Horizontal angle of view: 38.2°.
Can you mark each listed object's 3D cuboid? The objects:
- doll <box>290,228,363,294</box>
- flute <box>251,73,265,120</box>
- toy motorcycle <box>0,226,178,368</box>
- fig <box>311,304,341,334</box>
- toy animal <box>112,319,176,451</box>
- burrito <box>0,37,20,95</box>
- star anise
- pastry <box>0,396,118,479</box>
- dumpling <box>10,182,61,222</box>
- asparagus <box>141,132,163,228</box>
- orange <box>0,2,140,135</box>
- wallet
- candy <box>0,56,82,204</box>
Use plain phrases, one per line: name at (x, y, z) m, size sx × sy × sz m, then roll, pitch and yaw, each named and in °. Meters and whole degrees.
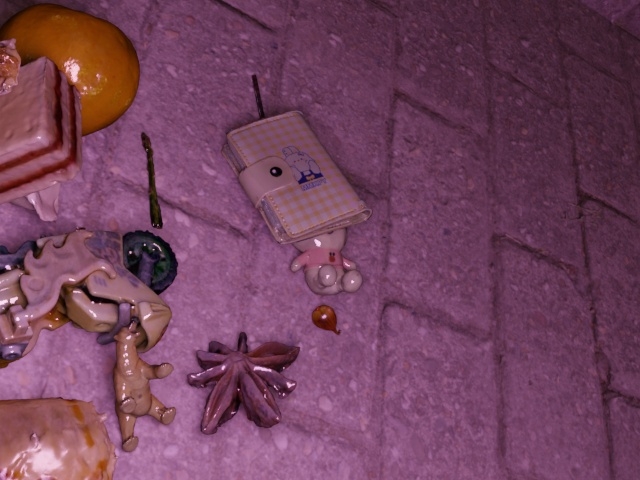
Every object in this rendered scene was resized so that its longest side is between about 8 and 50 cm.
doll at (-0.004, 0.010, 1.994) m, size 0.154 × 0.113 × 0.275 m, roll -1°, pitch 54°, yaw -26°
flute at (-0.134, -0.279, 2.157) m, size 0.014 × 0.014 × 0.270 m, roll 7°, pitch 57°, yaw -34°
toy motorcycle at (-0.423, 0.092, 1.577) m, size 0.410 × 0.169 × 0.237 m, roll -3°, pitch 56°, yaw -32°
fig at (0.018, 0.171, 1.941) m, size 0.083 × 0.050 × 0.050 m, roll 49°, pitch 41°, yaw -27°
toy animal at (-0.309, 0.241, 1.541) m, size 0.103 × 0.219 × 0.101 m, roll -22°, pitch 49°, yaw -26°
burrito at (-0.660, -0.227, 1.498) m, size 0.076 × 0.392 × 0.117 m, roll 50°, pitch 28°, yaw -61°
star anise at (-0.145, 0.267, 1.700) m, size 0.198 × 0.111 × 0.258 m, roll 10°, pitch 35°, yaw -2°
pastry at (-0.431, 0.342, 1.389) m, size 0.256 × 0.170 × 0.237 m, roll 4°, pitch 55°, yaw -29°
dumpling at (-0.527, -0.120, 1.683) m, size 0.229 × 0.124 × 0.151 m, roll 63°, pitch 8°, yaw 26°
asparagus at (-0.345, -0.127, 1.887) m, size 0.022 × 0.023 × 0.233 m, roll 62°, pitch 14°, yaw -62°
orange at (-0.483, -0.317, 1.749) m, size 0.279 × 0.279 × 0.235 m, roll 19°, pitch 83°, yaw -26°
wallet at (-0.059, -0.137, 1.985) m, size 0.223 × 0.077 × 0.309 m, roll -18°, pitch 58°, yaw -26°
candy at (-0.560, -0.159, 1.548) m, size 0.135 × 0.320 × 0.179 m, roll 56°, pitch 17°, yaw -56°
